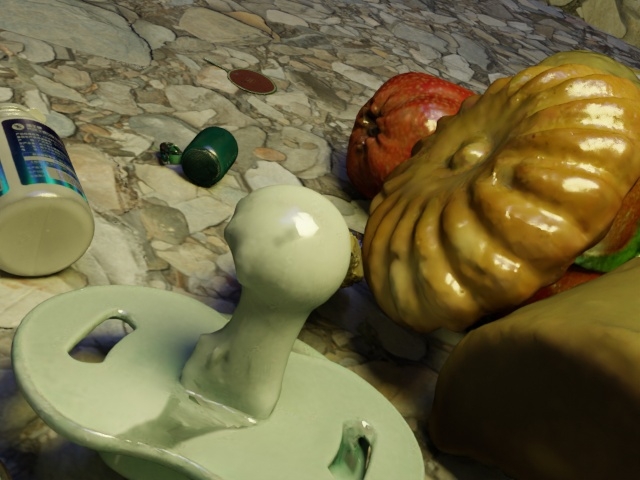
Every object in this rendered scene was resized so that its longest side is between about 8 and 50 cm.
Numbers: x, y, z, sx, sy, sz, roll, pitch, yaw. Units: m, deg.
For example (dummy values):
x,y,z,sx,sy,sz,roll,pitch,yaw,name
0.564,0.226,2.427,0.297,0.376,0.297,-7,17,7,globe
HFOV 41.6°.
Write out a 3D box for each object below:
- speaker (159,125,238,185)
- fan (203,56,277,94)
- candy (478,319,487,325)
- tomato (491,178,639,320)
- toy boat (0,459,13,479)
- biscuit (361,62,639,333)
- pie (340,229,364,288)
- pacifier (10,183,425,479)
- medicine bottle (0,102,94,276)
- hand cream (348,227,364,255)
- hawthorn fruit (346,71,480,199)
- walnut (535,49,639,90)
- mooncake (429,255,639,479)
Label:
x,y,z,sx,sy,sz,roll,pitch,yaw,name
-0.158,-0.106,1.084,0.094,0.060,0.075,-8,26,19,speaker
-0.132,-0.270,1.375,0.133,0.005,0.085,26,33,4,fan
0.208,0.114,0.995,0.035,0.035,0.123,6,25,-41,candy
0.298,-0.027,1.000,0.303,0.303,0.239,-1,27,-32,tomato
-0.245,0.187,0.580,0.066,0.059,0.140,15,26,-44,toy boat
0.164,-0.056,0.830,0.107,0.325,0.326,44,27,-18,biscuit
-0.015,0.008,0.856,0.128,0.068,0.282,18,-11,4,pie
-0.053,0.078,0.672,0.343,0.269,0.288,26,20,1,pacifier
-0.306,-0.059,0.866,0.107,0.107,0.191,-1,39,-32,medicine bottle
0.000,0.000,1.027,0.163,0.039,0.062,15,49,-7,hand cream
0.163,-0.116,1.151,0.253,0.205,0.205,15,32,-28,hawthorn fruit
0.401,-0.138,1.252,0.277,0.253,0.282,44,28,21,walnut
0.306,0.214,0.708,0.246,0.393,0.394,-22,93,-23,mooncake
